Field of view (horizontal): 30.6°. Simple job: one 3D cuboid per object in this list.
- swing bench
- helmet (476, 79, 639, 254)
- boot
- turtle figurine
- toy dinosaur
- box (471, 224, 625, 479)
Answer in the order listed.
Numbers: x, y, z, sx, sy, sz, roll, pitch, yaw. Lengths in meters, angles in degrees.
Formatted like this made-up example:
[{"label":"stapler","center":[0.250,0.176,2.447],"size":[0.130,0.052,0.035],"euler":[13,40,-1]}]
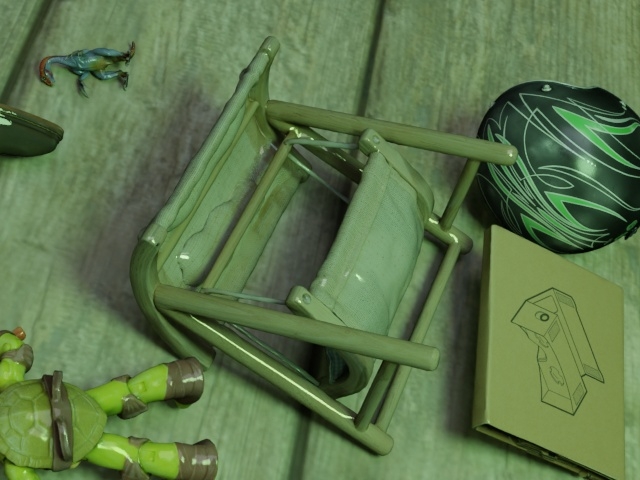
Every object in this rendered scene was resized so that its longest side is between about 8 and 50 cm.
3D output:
[{"label":"swing bench","center":[0.000,0.000,1.001],"size":[0.255,0.165,0.253],"euler":[24,53,4]},{"label":"helmet","center":[0.231,-0.070,1.125],"size":[0.161,0.169,0.169],"euler":[-2,56,-40]},{"label":"boot","center":[-0.332,-0.066,0.997],"size":[0.219,0.082,0.106],"euler":[5,77,-21]},{"label":"turtle figurine","center":[-0.195,0.131,0.882],"size":[0.217,0.087,0.269],"euler":[-1,49,-26]},{"label":"toy dinosaur","center":[-0.225,-0.166,1.122],"size":[0.082,0.047,0.090],"euler":[8,21,-4]},{"label":"box","center":[0.208,0.102,1.050],"size":[0.164,0.021,0.201],"euler":[25,54,-24]}]
